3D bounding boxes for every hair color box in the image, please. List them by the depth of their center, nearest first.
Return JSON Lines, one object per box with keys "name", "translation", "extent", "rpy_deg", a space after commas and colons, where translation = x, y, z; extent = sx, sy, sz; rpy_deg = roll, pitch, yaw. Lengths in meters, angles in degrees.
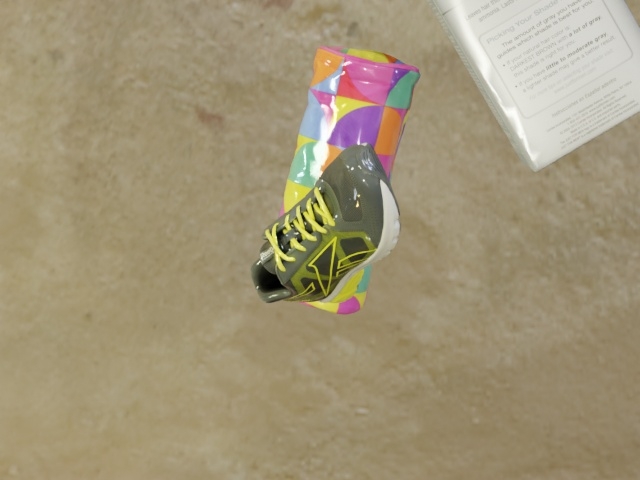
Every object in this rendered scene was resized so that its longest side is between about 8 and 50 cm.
{"name": "hair color box", "translation": [0.229, -0.288, 1.446], "extent": [0.185, 0.113, 0.374], "rpy_deg": [-31, 97, 7]}

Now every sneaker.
{"name": "sneaker", "translation": [0.000, 0.000, 0.398], "extent": [0.035, 0.031, 0.083], "rpy_deg": [-13, 152, -22]}

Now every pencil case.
{"name": "pencil case", "translation": [0.017, -0.051, 1.087], "extent": [0.105, 0.104, 0.236], "rpy_deg": [13, 101, -4]}
